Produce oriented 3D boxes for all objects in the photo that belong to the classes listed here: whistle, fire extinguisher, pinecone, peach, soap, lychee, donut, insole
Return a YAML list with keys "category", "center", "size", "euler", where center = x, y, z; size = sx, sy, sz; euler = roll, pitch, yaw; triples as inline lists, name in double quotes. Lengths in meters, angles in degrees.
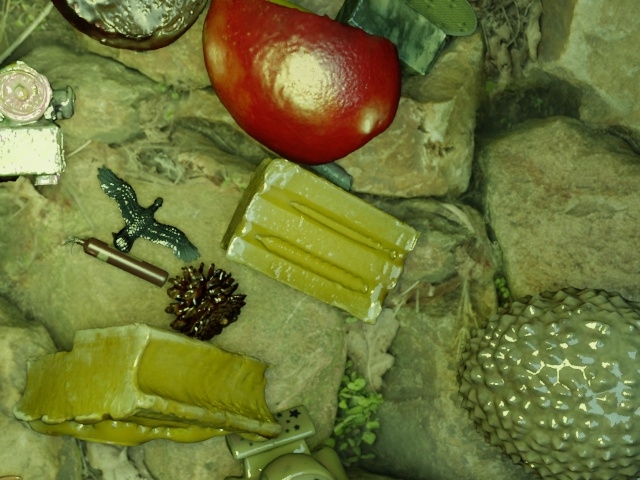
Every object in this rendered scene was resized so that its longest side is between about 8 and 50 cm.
- category: "whistle"
  center: [-0.013, -0.143, 1.312]
  size: [0.176, 0.033, 0.033]
  euler: [31, 88, -21]
- category: "fire extinguisher"
  center: [-0.333, 0.028, 1.220]
  size: [0.173, 0.049, 0.035]
  euler: [27, 109, -17]
- category: "pinecone"
  center: [-0.198, 0.101, 1.242]
  size: [0.140, 0.140, 0.121]
  euler: [-34, 71, -11]
- category: "peach"
  center: [-0.035, -0.285, 1.165]
  size: [0.281, 0.281, 0.338]
  euler: [-37, 100, -10]
- category: "soap"
  center: [-0.277, 0.262, 1.247]
  size: [0.338, 0.304, 0.170]
  euler: [30, 57, -49]
- category: "lychee"
  center: [0.466, 0.263, 1.378]
  size: [0.431, 0.380, 0.381]
  euler: [12, 96, 0]
- category: "donut"
  center: [-0.294, -0.418, 1.130]
  size: [0.269, 0.103, 0.270]
  euler: [-2, 98, -19]
- category: "insole"
  center: [0.150, -0.453, 1.314]
  size: [0.322, 0.007, 0.109]
  euler: [25, 70, -20]
- category: "soap"
  center: [0.000, 0.000, 1.312]
  size: [0.314, 0.091, 0.199]
  euler: [25, 90, -21]

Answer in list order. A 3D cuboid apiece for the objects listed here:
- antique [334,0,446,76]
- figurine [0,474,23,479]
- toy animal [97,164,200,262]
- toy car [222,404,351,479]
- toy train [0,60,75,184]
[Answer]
- category: "antique"
  center: [0.124, -0.362, 1.293]
  size: [0.183, 0.088, 0.086]
  euler: [29, 90, -21]
- category: "figurine"
  center: [-0.511, 0.468, 1.212]
  size: [0.114, 0.126, 0.157]
  euler: [41, 42, -52]
- category: "toy animal"
  center: [-0.295, -0.029, 1.217]
  size: [0.108, 0.062, 0.220]
  euler: [-45, 104, -7]
- category: "toy car"
  center: [-0.031, 0.450, 1.245]
  size: [0.242, 0.336, 0.227]
  euler: [-13, 102, -17]
- category: "toy train"
  center: [-0.491, -0.169, 1.085]
  size: [0.260, 0.134, 0.178]
  euler: [-4, 101, -18]
